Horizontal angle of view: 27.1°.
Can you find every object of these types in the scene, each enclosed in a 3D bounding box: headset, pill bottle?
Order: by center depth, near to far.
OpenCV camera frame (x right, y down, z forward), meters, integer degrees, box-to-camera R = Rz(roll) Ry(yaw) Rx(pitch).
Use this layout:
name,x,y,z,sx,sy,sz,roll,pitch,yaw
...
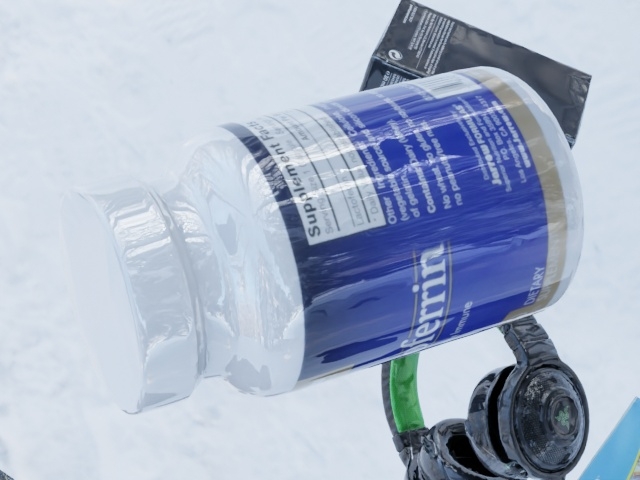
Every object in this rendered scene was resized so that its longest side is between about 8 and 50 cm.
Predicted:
name,x,y,z,sx,sy,sz,roll,pitch,yaw
pill bottle,0.000,0.000,0.741,0.264,0.153,0.153,-15,57,-22
headset,0.175,0.232,1.436,0.243,0.185,0.394,-51,57,40

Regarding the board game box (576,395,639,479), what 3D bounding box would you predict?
name,x,y,z,sx,sy,sz,roll,pitch,yaw
board game box,0.322,0.294,1.038,0.303,0.097,0.224,28,62,28

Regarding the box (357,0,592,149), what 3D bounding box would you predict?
name,x,y,z,sx,sy,sz,roll,pitch,yaw
box,0.106,-0.064,1.204,0.184,0.261,0.103,25,47,2

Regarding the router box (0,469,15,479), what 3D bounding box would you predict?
name,x,y,z,sx,sy,sz,roll,pitch,yaw
router box,-0.192,0.266,0.997,0.046,0.133,0.179,-39,56,-5
